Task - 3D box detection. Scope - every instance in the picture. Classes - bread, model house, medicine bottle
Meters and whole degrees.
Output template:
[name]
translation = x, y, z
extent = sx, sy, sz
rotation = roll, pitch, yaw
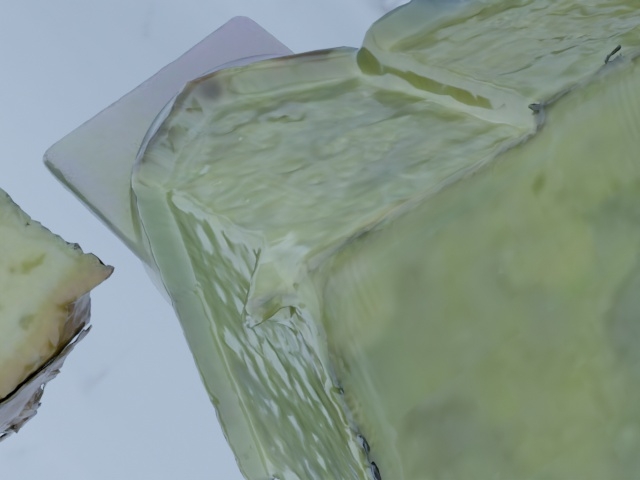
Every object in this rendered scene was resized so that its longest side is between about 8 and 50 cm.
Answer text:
[bread]
translation = -0.355, 0.105, 1.523
extent = 0.248, 0.279, 0.315
rotation = 43, -35, 3
[model house]
translation = 0.085, 0.013, 0.915
extent = 0.266, 0.321, 0.261
rotation = 29, -37, 56
[medicine bottle]
translation = 0.000, 0.000, 1.510
extent = 0.406, 0.236, 0.236
rotation = 42, 7, 20
